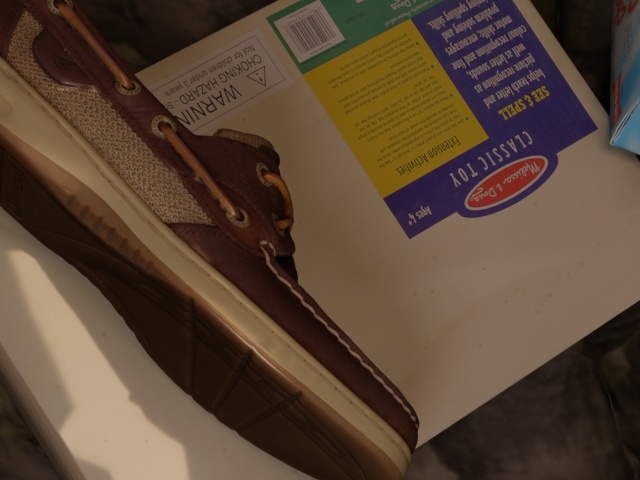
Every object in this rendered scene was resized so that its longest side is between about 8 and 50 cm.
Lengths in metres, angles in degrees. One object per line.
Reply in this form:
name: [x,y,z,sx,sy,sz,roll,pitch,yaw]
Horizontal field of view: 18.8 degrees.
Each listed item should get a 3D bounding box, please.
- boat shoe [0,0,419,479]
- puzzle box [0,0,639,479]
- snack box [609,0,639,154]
boat shoe: [-0.062,-0.012,1.033,0.342,0.123,0.123,42,66,6]
puzzle box: [0.000,0.000,1.140,0.409,0.052,0.272,-30,82,-24]
snack box: [0.342,-0.093,1.247,0.322,0.060,0.187,19,48,-11]
